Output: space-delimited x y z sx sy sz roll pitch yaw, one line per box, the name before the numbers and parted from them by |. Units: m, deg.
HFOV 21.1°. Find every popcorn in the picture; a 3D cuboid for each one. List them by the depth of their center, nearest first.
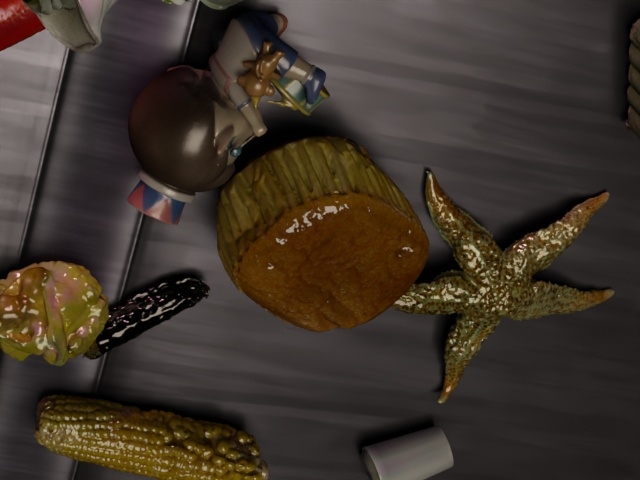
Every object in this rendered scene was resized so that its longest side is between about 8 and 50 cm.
popcorn | -0.329 0.086 2.068 0.145 0.126 0.125 4 91 -2

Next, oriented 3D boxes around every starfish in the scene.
starfish | 0.229 0.040 2.244 0.358 0.078 0.347 -41 119 7

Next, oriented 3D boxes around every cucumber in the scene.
cucumber | -0.222 0.093 2.142 0.181 0.053 0.053 -26 122 -5

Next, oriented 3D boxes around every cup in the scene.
cup | 0.118 0.309 2.360 0.116 0.074 0.104 -19 145 -12

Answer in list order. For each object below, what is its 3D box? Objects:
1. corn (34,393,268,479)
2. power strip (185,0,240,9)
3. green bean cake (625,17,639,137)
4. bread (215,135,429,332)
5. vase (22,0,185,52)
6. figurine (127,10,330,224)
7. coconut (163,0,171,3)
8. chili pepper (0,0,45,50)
corn | -0.216 0.263 2.210 0.320 0.097 0.097 16 112 -23
power strip | -0.121 -0.289 1.973 0.083 0.035 0.055 -6 119 -17
green bean cake | 0.477 -0.211 2.167 0.173 0.094 0.181 -11 121 -11
bread | 0.000 0.000 2.074 0.227 0.142 0.253 -35 136 10
vase | -0.123 -0.374 1.760 0.445 0.250 0.250 -35 124 -18
figurine | -0.123 -0.141 1.987 0.275 0.161 0.158 -38 136 10
coconut | -0.123 -0.334 1.928 0.158 0.055 0.133 -4 94 -12
chili pepper | -0.315 -0.312 1.871 0.137 0.092 0.368 34 101 -14
